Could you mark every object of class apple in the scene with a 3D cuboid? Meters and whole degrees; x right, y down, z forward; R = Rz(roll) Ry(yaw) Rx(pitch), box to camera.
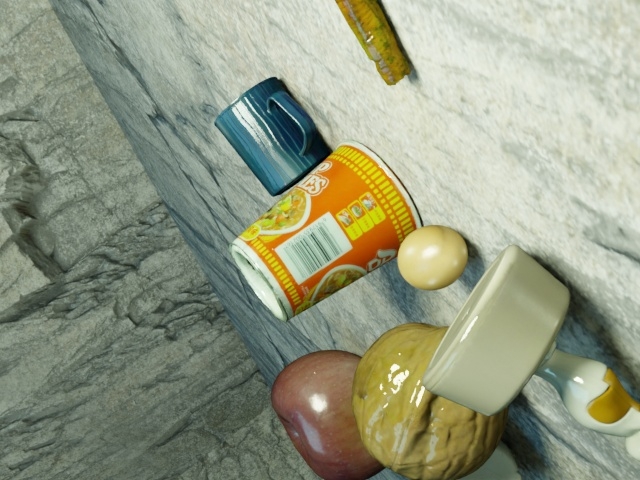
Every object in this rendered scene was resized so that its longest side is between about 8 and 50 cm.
[{"bbox_3d":[0.042,0.371,1.608,0.305,0.235,0.305,49,161,24],"label":"apple"}]

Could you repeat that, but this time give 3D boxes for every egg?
[{"bbox_3d":[0.137,0.019,0.889,0.080,0.080,0.096,53,148,5],"label":"egg"}]

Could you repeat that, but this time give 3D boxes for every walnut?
[{"bbox_3d":[0.152,0.221,1.038,0.228,0.228,0.228,48,163,20],"label":"walnut"}]

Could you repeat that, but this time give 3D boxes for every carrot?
[{"bbox_3d":[0.040,-0.229,0.729,0.170,0.042,0.042,57,164,-18],"label":"carrot"}]

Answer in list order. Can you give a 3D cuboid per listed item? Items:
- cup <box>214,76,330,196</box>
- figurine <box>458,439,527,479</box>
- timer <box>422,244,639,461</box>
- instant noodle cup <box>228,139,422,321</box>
[{"bbox_3d":[-0.067,-0.146,1.052,0.138,0.113,0.150,53,-178,-1],"label":"cup"},{"bbox_3d":[0.242,0.355,1.205,0.155,0.127,0.235,12,179,-2],"label":"figurine"},{"bbox_3d":[0.259,0.145,0.743,0.266,0.175,0.175,32,160,8],"label":"timer"},{"bbox_3d":[0.000,0.000,0.997,0.193,0.212,0.193,48,164,19],"label":"instant noodle cup"}]
